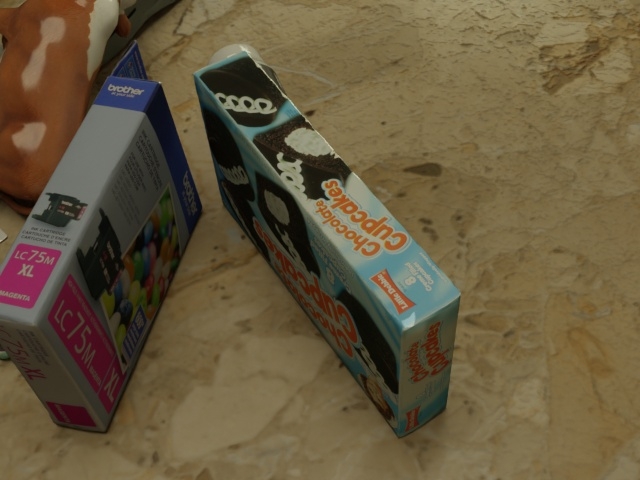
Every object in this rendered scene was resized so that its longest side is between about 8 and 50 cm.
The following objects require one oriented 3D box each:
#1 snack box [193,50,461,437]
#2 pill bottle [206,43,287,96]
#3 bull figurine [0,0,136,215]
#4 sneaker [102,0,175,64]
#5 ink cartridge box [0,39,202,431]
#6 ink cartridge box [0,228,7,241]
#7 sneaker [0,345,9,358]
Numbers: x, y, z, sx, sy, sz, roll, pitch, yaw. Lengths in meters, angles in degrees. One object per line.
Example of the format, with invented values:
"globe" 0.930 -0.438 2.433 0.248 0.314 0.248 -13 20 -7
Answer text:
"snack box" 0.000 0.000 0.817 0.060 0.187 0.322 -29 57 -16
"pill bottle" -0.073 -0.143 0.993 0.078 0.078 0.137 -19 55 -10
"bull figurine" -0.307 -0.179 0.987 0.188 0.101 0.310 5 72 13
"sneaker" -0.231 -0.320 1.123 0.091 0.094 0.258 31 62 18
"ink cartridge box" -0.183 -0.009 0.836 0.065 0.185 0.311 7 54 12
"ink cartridge box" -0.367 0.001 0.939 0.048 0.028 0.083 37 64 26
"sneaker" -0.310 0.057 0.869 0.038 0.069 0.098 -28 57 -16
